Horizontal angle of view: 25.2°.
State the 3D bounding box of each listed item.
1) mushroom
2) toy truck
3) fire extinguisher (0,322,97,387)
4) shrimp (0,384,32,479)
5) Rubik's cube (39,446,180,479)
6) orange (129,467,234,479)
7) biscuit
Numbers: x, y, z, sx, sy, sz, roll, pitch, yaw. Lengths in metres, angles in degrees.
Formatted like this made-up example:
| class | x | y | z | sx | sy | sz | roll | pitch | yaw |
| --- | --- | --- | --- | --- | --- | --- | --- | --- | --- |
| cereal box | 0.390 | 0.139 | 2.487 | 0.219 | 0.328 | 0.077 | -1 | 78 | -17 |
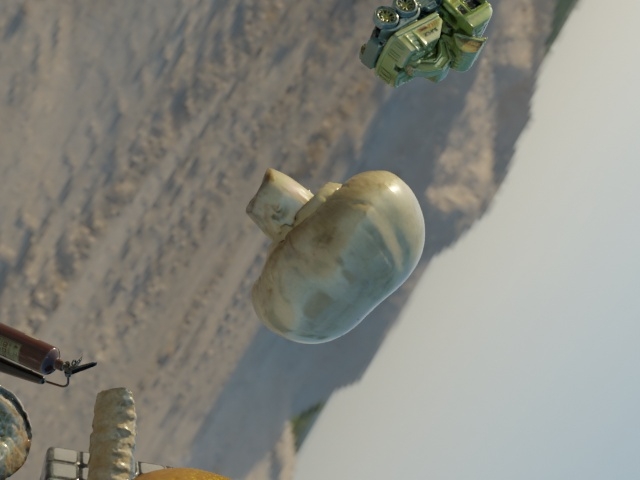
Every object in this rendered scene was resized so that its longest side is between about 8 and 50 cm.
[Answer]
| class | x | y | z | sx | sy | sz | roll | pitch | yaw |
| --- | --- | --- | --- | --- | --- | --- | --- | --- | --- |
| mushroom | 0.000 | 0.000 | 1.914 | 0.260 | 0.234 | 0.254 | -43 | 176 | -17 |
| toy truck | 0.145 | -0.263 | 1.857 | 0.191 | 0.116 | 0.085 | -34 | 161 | -34 |
| fire extinguisher | -0.298 | 0.105 | 1.369 | 0.049 | 0.173 | 0.035 | -68 | 156 | -5 |
| shrimp | -0.467 | 0.234 | 1.859 | 0.047 | 0.223 | 0.126 | -1 | -116 | 48 |
| Rubik's cube | -0.305 | 0.464 | 2.066 | 0.238 | 0.237 | 0.237 | -111 | -143 | -67 |
| orange | -0.122 | 0.325 | 1.347 | 0.236 | 0.236 | 0.236 | -59 | 176 | -7 |
| biscuit | -0.237 | 0.278 | 1.617 | 0.061 | 0.055 | 0.219 | -23 | -120 | 47 |
